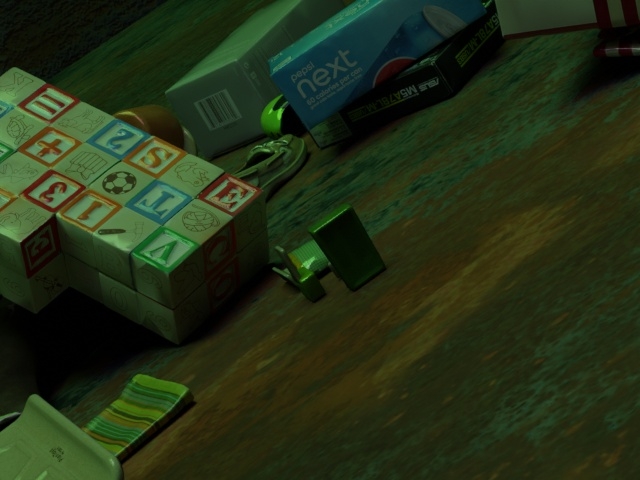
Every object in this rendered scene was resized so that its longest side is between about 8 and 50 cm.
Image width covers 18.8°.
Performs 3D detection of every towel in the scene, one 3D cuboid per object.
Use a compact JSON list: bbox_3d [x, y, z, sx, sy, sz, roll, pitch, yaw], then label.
[{"bbox_3d":[-0.203,0.181,1.453,0.237,0.021,0.102,-39,15,-22],"label":"towel"}]

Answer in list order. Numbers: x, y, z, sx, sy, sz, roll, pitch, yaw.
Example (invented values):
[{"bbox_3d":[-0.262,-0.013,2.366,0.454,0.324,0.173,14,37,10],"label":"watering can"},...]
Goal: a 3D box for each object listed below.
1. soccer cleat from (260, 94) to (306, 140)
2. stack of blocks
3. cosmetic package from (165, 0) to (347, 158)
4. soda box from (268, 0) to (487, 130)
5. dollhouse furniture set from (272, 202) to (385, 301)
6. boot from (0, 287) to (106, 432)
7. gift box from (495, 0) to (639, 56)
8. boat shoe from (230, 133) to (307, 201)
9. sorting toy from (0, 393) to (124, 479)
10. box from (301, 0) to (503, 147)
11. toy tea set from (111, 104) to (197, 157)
[{"bbox_3d":[0.013,-0.168,2.087,0.179,0.060,0.072,-42,25,-9],"label":"soccer cleat"},{"bbox_3d":[-0.213,-0.023,1.679,0.297,0.087,0.171,26,51,27],"label":"stack of blocks"},{"bbox_3d":[-0.062,-0.206,2.273,0.127,0.107,0.238,-20,16,41],"label":"cosmetic package"},{"bbox_3d":[0.054,-0.199,1.882,0.210,0.071,0.067,-33,17,8],"label":"soda box"},{"bbox_3d":[0.000,0.000,1.540,0.076,0.059,0.151,-34,15,-8],"label":"dollhouse furniture set"},{"bbox_3d":[-0.268,0.122,1.725,0.248,0.090,0.207,-31,28,-13],"label":"boot"},{"bbox_3d":[0.276,-0.299,1.573,0.276,0.258,0.255,-2,26,26],"label":"gift box"},{"bbox_3d":[-0.064,-0.071,1.931,0.056,0.048,0.153,-19,20,42],"label":"boat shoe"},{"bbox_3d":[-0.246,0.211,1.378,0.208,0.038,0.193,-41,26,-14],"label":"sorting toy"},{"bbox_3d":[0.095,-0.179,1.960,0.190,0.045,0.184,-20,17,42],"label":"box"},{"bbox_3d":[-0.271,-0.035,2.035,0.336,0.200,0.124,-12,-4,24],"label":"toy tea set"}]
